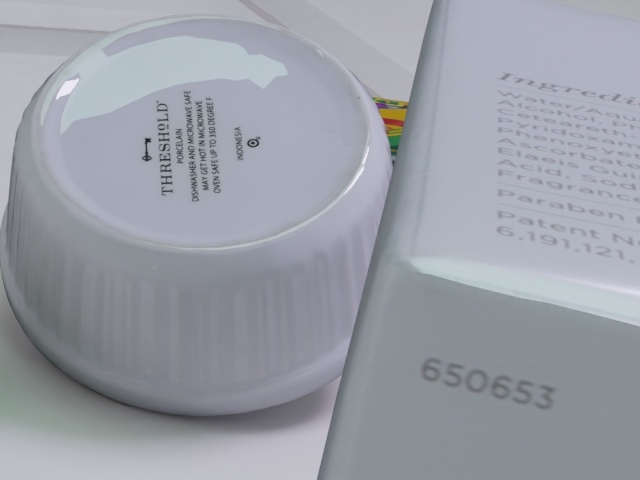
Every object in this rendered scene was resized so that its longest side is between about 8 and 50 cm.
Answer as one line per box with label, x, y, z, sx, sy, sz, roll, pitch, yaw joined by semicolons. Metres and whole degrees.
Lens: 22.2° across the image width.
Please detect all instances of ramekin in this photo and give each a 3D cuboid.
ramekin;-0.074;-0.031;1.050;0.272;0.127;0.273;2;49;-2

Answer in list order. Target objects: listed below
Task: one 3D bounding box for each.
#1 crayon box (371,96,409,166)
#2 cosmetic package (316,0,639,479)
crayon box;-0.014;-0.072;1.335;0.202;0.081;0.318;8;13;8
cosmetic package;0.162;0.116;0.676;0.327;0.329;0.394;12;22;2
